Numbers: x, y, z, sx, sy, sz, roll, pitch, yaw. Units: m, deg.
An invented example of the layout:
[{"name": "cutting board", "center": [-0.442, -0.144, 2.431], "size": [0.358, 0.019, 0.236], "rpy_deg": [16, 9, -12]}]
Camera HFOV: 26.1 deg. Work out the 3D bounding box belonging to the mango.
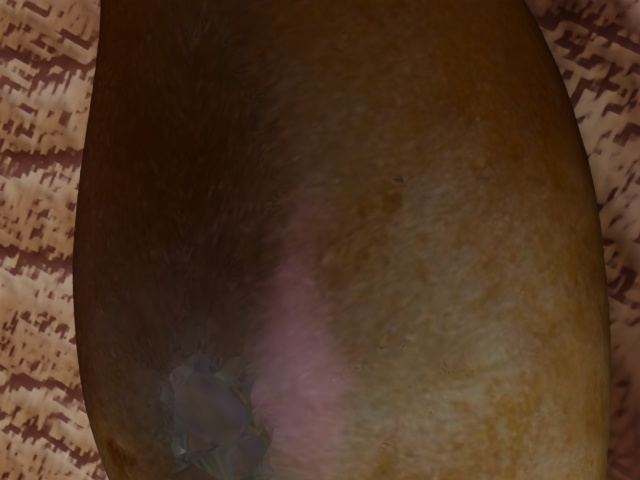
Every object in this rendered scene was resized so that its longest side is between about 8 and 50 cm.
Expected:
[{"name": "mango", "center": [0.000, 0.000, 0.564], "size": [0.221, 0.199, 0.384], "rpy_deg": [-15, 90, 27]}]
